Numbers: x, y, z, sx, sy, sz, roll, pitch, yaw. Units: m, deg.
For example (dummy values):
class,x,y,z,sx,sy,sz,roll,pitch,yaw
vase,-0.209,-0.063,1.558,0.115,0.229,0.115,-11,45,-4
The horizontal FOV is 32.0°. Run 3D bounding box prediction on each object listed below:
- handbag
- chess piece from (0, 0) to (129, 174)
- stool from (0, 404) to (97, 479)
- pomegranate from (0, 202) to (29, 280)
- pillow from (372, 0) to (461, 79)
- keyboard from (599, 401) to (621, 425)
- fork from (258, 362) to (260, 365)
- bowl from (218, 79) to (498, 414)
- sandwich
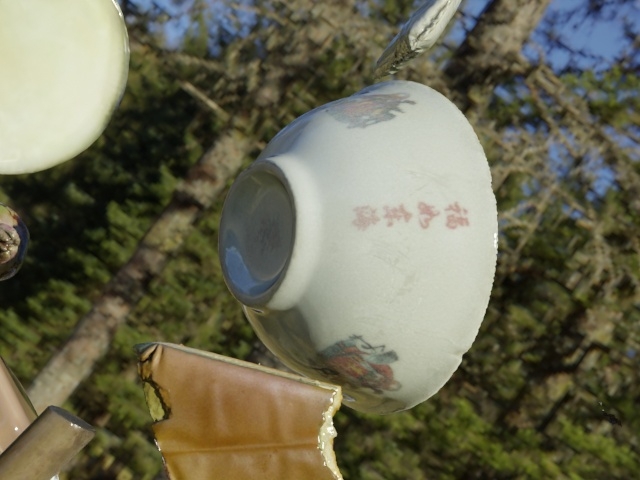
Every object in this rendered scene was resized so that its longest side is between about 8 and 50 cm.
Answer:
class,x,y,z,sx,sy,sz,roll,pitch,yaw
handbag,-0.496,0.313,1.701,0.283,0.149,0.302,56,-16,19
chess piece,-0.225,-0.122,0.727,0.144,0.144,0.251,41,-10,-24
stool,-0.348,0.183,0.951,0.272,0.178,0.272,28,-7,4
pomegranate,-0.498,0.011,1.664,0.138,0.125,0.163,13,18,-39
pillow,0.145,-0.306,1.651,0.051,0.128,0.229,43,-11,-4
keyboard,0.210,-0.073,0.370,0.041,0.381,0.103,25,32,-29
fork,-0.056,0.282,1.719,0.034,0.029,0.219,90,-22,-55
bowl,0.000,0.000,1.384,0.196,0.434,0.435,6,11,-37
sandwich,-0.071,0.175,1.125,0.108,0.186,0.220,63,5,-82
